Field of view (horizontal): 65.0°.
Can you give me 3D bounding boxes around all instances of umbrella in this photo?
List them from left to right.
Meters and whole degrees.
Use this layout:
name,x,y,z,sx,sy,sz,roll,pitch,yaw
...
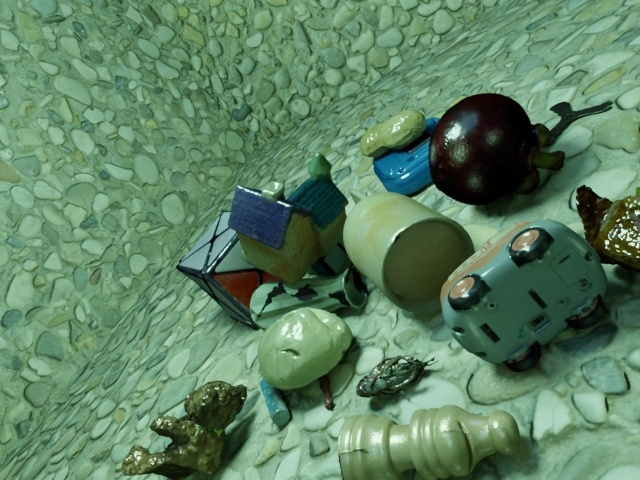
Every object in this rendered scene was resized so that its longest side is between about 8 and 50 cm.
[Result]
name,x,y,z,sx,sy,sz,roll,pitch,yaw
umbrella,0.010,0.349,1.225,0.027,0.025,0.165,-22,27,1

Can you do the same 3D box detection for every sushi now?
name,x,y,z,sx,sy,sz,roll,pitch,yaw
sushi,0.577,-0.014,0.837,0.179,0.167,0.296,-64,16,3

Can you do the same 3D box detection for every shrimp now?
name,x,y,z,sx,sy,sz,roll,pitch,yaw
shrimp,0.159,0.283,1.057,0.191,0.074,0.073,-22,-4,17

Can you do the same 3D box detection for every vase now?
name,x,y,z,sx,sy,sz,roll,pitch,yaw
vase,-0.040,0.174,1.467,0.361,0.165,0.165,-17,33,36

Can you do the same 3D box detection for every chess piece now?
name,x,y,z,sx,sy,sz,roll,pitch,yaw
chess piece,0.187,0.345,0.865,0.308,0.123,0.139,-24,-4,28

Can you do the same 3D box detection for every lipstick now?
name,x,y,z,sx,sy,sz,roll,pitch,yaw
lipstick,-0.118,0.408,1.287,0.048,0.048,0.158,-42,24,-2

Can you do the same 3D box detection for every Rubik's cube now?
name,x,y,z,sx,sy,sz,roll,pitch,yaw
Rubik's cube,-0.280,0.094,1.784,0.306,0.305,0.310,-53,28,-19
Rubik's cube,-0.001,0.000,1.675,0.180,0.167,0.183,-51,24,-21

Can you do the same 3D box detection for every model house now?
name,x,y,z,sx,sy,sz,roll,pitch,yaw
model house,-0.086,-0.087,1.425,0.245,0.280,0.312,25,59,31

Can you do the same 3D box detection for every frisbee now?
name,x,y,z,sx,sy,sz,roll,pitch,yaw
frisbee,0.702,-0.340,1.383,0.188,0.012,0.211,-8,40,51

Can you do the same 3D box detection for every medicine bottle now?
name,x,y,z,sx,sy,sz,roll,pitch,yaw
medicine bottle,0.188,0.000,1.293,0.236,0.235,0.406,-41,24,0

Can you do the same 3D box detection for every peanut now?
name,x,y,z,sx,sy,sz,roll,pitch,yaw
peanut,0.241,-0.356,1.725,0.275,0.111,0.125,-20,46,48

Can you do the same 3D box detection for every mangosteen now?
name,x,y,z,sx,sy,sz,roll,pitch,yaw
mangosteen,0.421,-0.220,1.285,0.297,0.293,0.297,-36,-15,-11

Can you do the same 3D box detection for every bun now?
name,x,y,z,sx,sy,sz,roll,pitch,yaw
bun,-0.058,0.259,1.281,0.259,0.160,0.259,-36,11,8

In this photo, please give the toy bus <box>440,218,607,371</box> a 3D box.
name,x,y,z,sx,sy,sz,roll,pitch,yaw
toy bus,0.364,0.088,0.951,0.288,0.194,0.232,-42,9,11

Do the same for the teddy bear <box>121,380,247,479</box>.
name,x,y,z,sx,sy,sz,roll,pitch,yaw
teddy bear,-0.348,0.486,1.290,0.296,0.246,0.222,-17,58,26

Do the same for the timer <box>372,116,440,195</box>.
name,x,y,z,sx,sy,sz,roll,pitch,yaw
timer,0.335,-0.301,1.756,0.309,0.115,0.340,-34,23,9
